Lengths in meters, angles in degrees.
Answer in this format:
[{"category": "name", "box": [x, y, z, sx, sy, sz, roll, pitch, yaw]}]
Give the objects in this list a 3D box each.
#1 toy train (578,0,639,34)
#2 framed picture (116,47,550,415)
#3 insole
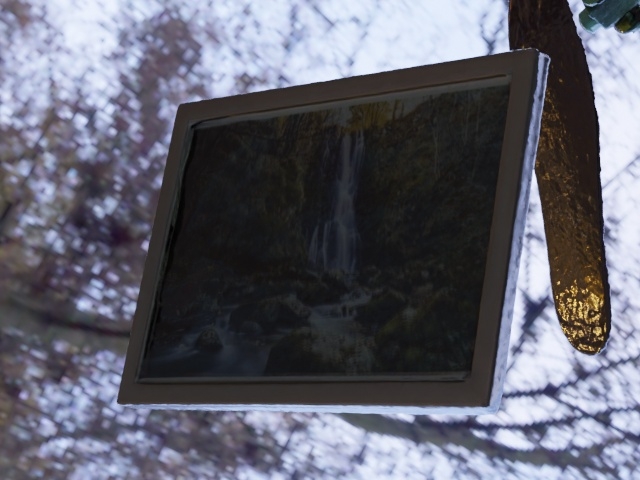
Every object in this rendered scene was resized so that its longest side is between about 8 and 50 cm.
[{"category": "toy train", "box": [0.226, -0.200, 1.143, 0.122, 0.050, 0.081, -41, -144, 24]}, {"category": "framed picture", "box": [0.000, 0.000, 1.090, 0.324, 0.020, 0.241, -3, -111, 41]}, {"category": "insole", "box": [0.198, -0.065, 1.326, 0.111, 0.007, 0.328, 3, -77, 65]}]
